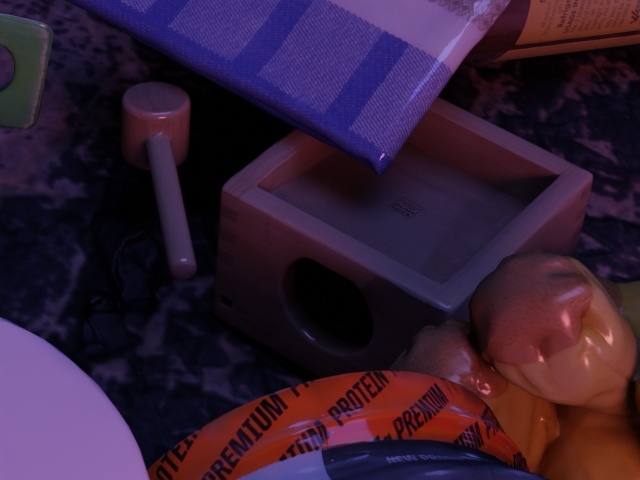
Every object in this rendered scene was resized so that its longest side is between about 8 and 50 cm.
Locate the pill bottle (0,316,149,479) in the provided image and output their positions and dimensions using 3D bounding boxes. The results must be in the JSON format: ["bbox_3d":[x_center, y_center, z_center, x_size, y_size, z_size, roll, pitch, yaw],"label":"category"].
[{"bbox_3d":[-0.135,0.160,0.536,0.169,0.301,0.169,11,42,-10],"label":"pill bottle"}]

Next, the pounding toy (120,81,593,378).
[{"bbox_3d":[-0.010,0.002,0.928,0.206,0.094,0.181,28,45,23],"label":"pounding toy"}]

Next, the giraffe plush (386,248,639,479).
[{"bbox_3d":[0.133,0.070,0.847,0.210,0.181,0.170,37,31,-11],"label":"giraffe plush"}]

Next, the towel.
[{"bbox_3d":[0.029,-0.185,0.959,0.209,0.034,0.285,29,76,25],"label":"towel"}]

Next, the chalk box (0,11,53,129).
[{"bbox_3d":[-0.233,-0.104,0.915,0.213,0.132,0.132,20,40,2],"label":"chalk box"}]

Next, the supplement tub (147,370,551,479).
[{"bbox_3d":[0.049,0.218,0.621,0.207,0.207,0.338,-4,46,-25],"label":"supplement tub"}]

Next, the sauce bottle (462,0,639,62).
[{"bbox_3d":[0.100,-0.158,1.124,0.344,0.111,0.111,-9,49,-32],"label":"sauce bottle"}]
